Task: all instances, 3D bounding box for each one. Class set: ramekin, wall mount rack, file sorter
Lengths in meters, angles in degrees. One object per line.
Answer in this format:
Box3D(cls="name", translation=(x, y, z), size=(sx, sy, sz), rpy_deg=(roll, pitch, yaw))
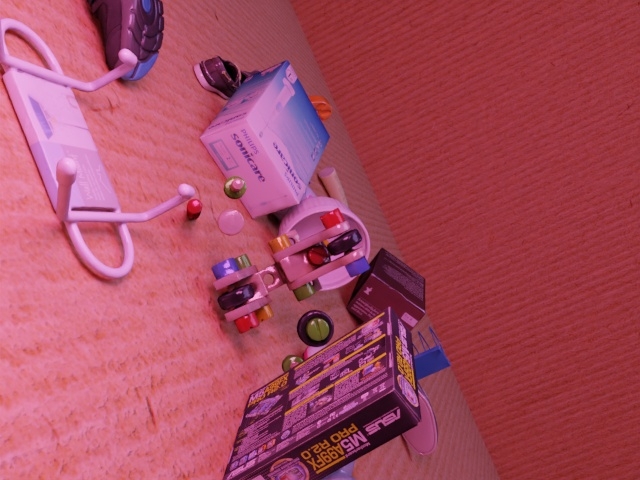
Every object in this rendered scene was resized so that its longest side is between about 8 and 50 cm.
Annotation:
Box3D(cls="ramekin", translation=(0.000, 0.000, 1.448), size=(0.207, 0.207, 0.109), rpy_deg=(58, 6, -30))
Box3D(cls="wall mount rack", translation=(-0.278, -0.135, 0.728), size=(0.350, 0.130, 0.304), rpy_deg=(66, 13, 5))
Box3D(cls="file sorter", translation=(0.307, 0.367, 2.063), size=(0.118, 0.170, 0.104), rpy_deg=(53, 15, -42))

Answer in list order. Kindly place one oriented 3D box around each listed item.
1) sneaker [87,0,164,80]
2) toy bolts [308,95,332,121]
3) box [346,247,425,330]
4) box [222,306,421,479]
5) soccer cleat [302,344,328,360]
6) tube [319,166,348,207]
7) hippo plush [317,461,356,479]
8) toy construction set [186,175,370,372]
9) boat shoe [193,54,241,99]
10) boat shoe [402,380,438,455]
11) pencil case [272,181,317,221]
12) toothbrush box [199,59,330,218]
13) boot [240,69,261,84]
Box3D(cls="sneaker", translation=(-0.342, -0.424, 1.057), size=(0.125, 0.140, 0.341), rpy_deg=(46, 40, -81))
Box3D(cls="toy bolts", translation=(-0.083, -0.270, 1.657), size=(0.228, 0.218, 0.158), rpy_deg=(18, 52, -49))
Box3D(cls="box", translation=(0.212, 0.161, 1.983), size=(0.191, 0.143, 0.381), rpy_deg=(36, 13, 2))
Box3D(cls="box", translation=(0.004, 0.224, 0.871), size=(0.060, 0.270, 0.216), rpy_deg=(52, 15, -13))
Box3D(cls="soccer cleat", translation=(0.082, 0.288, 1.359), size=(0.331, 0.143, 0.116), rpy_deg=(50, 20, -48))
Box3D(cls="tube", translation=(0.064, -0.152, 2.313), size=(0.070, 0.062, 0.240), rpy_deg=(-50, 132, -27))
Box3D(cls="hippo plush", translation=(0.036, 0.420, 0.802), size=(0.236, 0.294, 0.234), rpy_deg=(44, 49, -9))
Box3D(cls="toy construction set", translation=(-0.094, 0.030, 1.096), size=(0.309, 0.257, 0.237), rpy_deg=(40, -10, -9))
Box3D(cls="boat shoe", translation=(-0.226, -0.391, 1.539), size=(0.081, 0.069, 0.228), rpy_deg=(65, 13, -3))
Box3D(cls="boat shoe", translation=(0.244, 0.433, 1.821), size=(0.335, 0.112, 0.095), rpy_deg=(64, 17, 12))
Box3D(cls="pencil case", translation=(-0.035, -0.063, 1.601), size=(0.273, 0.113, 0.124), rpy_deg=(51, 41, -51))
Box3D(cls="toothbrush box", translation=(-0.109, -0.226, 1.417), size=(0.216, 0.126, 0.295), rpy_deg=(58, 31, -28))
Box3D(cls="boot", translation=(-0.161, -0.406, 1.821), size=(0.189, 0.076, 0.208), rpy_deg=(48, 10, -12))
